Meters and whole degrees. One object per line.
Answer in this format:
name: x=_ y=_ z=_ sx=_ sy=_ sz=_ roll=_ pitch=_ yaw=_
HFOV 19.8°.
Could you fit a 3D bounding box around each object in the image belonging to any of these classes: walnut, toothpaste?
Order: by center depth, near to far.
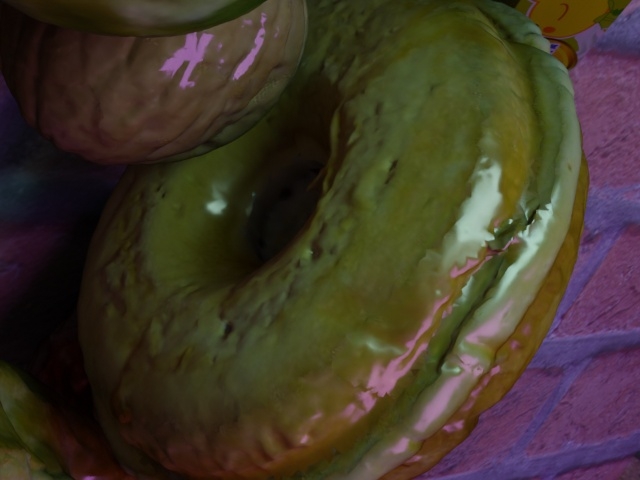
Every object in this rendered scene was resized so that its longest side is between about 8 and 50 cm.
walnut: x=-0.124 y=-0.153 z=1.284 sx=0.228 sy=0.228 sz=0.228 roll=-34 pitch=151 yaw=-22
toothpaste: x=0.212 y=-0.234 z=1.633 sx=0.110 sy=0.077 sz=0.327 roll=-2 pitch=159 yaw=-17

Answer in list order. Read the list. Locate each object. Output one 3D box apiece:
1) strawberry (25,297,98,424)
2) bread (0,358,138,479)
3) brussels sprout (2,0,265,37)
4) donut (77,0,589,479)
strawberry: x=-0.153 y=0.075 z=1.629 sx=0.336 sy=0.149 sz=0.265 roll=-60 pitch=167 yaw=-1
bread: x=-0.295 y=0.166 z=1.409 sx=0.191 sy=0.314 sz=0.370 roll=-57 pitch=155 yaw=-16
brussels sprout: x=-0.132 y=-0.269 z=1.041 sx=0.268 sy=0.344 sz=0.344 roll=-40 pitch=154 yaw=10
donut: x=0.000 y=0.000 z=1.353 sx=0.449 sy=0.449 sz=0.198 roll=-48 pitch=131 yaw=5
